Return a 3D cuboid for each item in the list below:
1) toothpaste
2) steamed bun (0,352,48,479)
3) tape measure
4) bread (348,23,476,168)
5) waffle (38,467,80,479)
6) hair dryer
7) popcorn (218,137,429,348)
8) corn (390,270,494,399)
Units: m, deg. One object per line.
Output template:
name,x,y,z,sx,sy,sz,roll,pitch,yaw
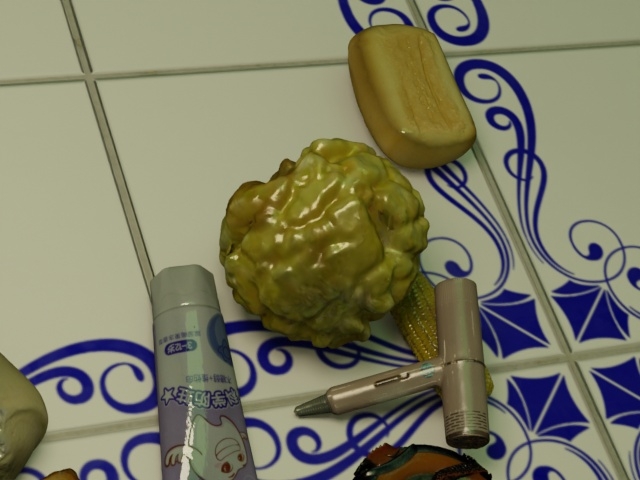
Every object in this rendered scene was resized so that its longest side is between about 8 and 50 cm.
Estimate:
toothpaste,-0.129,0.207,1.755,0.125,0.080,0.371,2,62,-22
steamed bun,-0.405,0.164,1.619,0.225,0.170,0.200,41,57,14
tape measure,0.108,0.323,1.698,0.202,0.135,0.223,33,50,5
bread,0.114,-0.185,2.099,0.147,0.098,0.217,-2,58,-21
waffle,-0.315,0.369,1.522,0.308,0.091,0.213,-24,71,-38
hair dryer,0.079,0.147,1.834,0.220,0.054,0.195,-6,64,9
popcorn,0.005,0.002,1.837,0.249,0.249,0.225,30,14,4
corn,0.139,0.117,1.903,0.072,0.072,0.203,-17,62,-28
